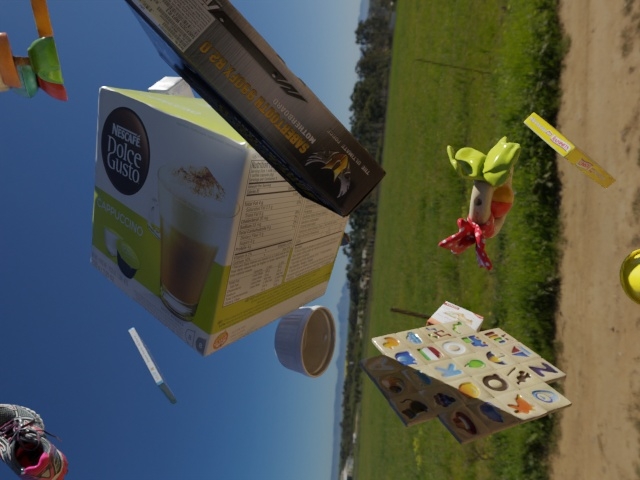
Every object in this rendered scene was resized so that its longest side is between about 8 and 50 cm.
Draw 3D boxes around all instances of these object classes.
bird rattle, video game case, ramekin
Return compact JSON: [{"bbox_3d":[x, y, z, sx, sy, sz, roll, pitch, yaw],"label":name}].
[{"bbox_3d":[0.341,-0.073,0.805,0.207,0.143,0.253,-12,-79,-47],"label":"bird rattle"},{"bbox_3d":[-0.387,0.291,0.932,0.015,0.166,0.119,-31,-33,-25],"label":"video game case"},{"bbox_3d":[-0.048,0.296,1.205,0.207,0.109,0.207,2,-92,-61],"label":"ramekin"}]

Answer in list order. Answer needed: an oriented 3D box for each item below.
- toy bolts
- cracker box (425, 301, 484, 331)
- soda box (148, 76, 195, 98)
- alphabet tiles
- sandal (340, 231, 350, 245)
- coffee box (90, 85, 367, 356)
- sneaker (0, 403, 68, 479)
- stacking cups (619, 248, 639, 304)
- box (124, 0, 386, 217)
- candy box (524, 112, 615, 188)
[{"bbox_3d":[-0.659,-0.406,0.868,0.229,0.159,0.218,-20,84,62],"label":"toy bolts"},{"bbox_3d":[0.496,0.316,1.490,0.232,0.156,0.067,-18,-55,-56],"label":"cracker box"},{"bbox_3d":[-0.349,-0.306,1.046,0.069,0.074,0.216,-57,-32,-34],"label":"soda box"},{"bbox_3d":[0.262,0.241,0.755,0.285,0.343,0.011,-138,45,-61],"label":"alphabet tiles"},{"bbox_3d":[0.000,0.000,1.375,0.090,0.220,0.060,58,-135,-47],"label":"sandal"},{"bbox_3d":[-0.169,-0.066,0.751,0.338,0.338,0.334,-17,-51,-55],"label":"coffee box"},{"bbox_3d":[-0.782,0.520,1.059,0.121,0.299,0.112,-46,-28,-40],"label":"sneaker"},{"bbox_3d":[0.525,0.036,0.490,0.316,0.096,0.095,97,178,-81],"label":"stacking cups"},{"bbox_3d":[-0.061,-0.129,0.391,0.056,0.231,0.183,-47,19,-1],"label":"box"},{"bbox_3d":[0.455,-0.159,0.730,0.027,0.206,0.105,-49,47,32],"label":"candy box"}]
